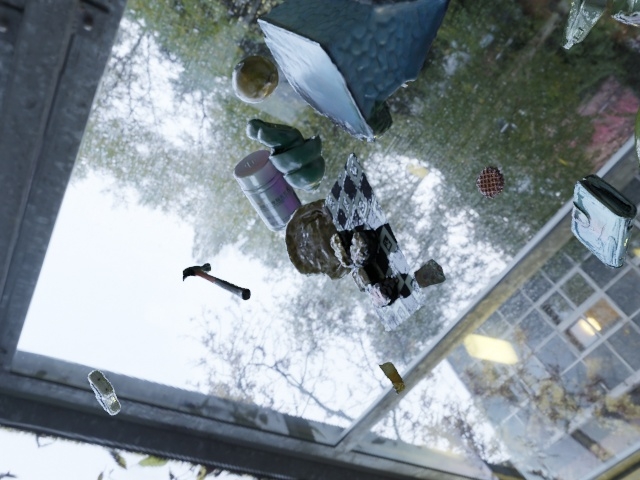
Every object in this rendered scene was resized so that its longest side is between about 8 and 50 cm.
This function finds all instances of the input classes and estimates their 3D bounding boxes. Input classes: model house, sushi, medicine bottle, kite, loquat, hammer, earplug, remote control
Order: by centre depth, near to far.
[{"bbox_3d":[0.065,0.017,0.913,0.043,0.192,0.280,-17,-108,-21],"label":"sushi"},{"bbox_3d":[-0.494,0.348,1.231,0.074,0.122,0.032,37,-127,27],"label":"remote control"},{"bbox_3d":[0.099,-0.472,1.236,0.360,0.339,0.297,42,175,47],"label":"model house"},{"bbox_3d":[-0.284,0.114,1.495,0.111,0.033,0.287,-11,-161,-43],"label":"hammer"},{"bbox_3d":[-0.103,-0.260,1.604,0.163,0.257,0.280,-33,-82,-38],"label":"earplug"},{"bbox_3d":[-0.208,-0.522,1.744,0.152,0.152,0.195,-3,-169,-44],"label":"loquat"},{"bbox_3d":[-0.176,-0.170,1.862,0.152,0.152,0.254,-97,-20,-51],"label":"medicine bottle"},{"bbox_3d":[0.360,0.153,2.054,0.016,0.229,0.127,59,-170,-38],"label":"kite"}]

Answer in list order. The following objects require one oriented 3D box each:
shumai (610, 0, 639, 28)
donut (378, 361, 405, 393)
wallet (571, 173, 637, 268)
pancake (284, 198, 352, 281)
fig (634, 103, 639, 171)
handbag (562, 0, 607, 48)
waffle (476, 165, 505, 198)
[{"bbox_3d":[0.615,-0.517,0.878,0.397,0.324,0.324,-21,-148,-17],"label":"shumai"},{"bbox_3d":[0.194,0.363,1.438,0.083,0.037,0.067,58,-178,36],"label":"donut"},{"bbox_3d":[0.755,-0.050,1.444,0.176,0.075,0.250,58,180,38],"label":"wallet"},{"bbox_3d":[-0.001,0.000,1.378,0.236,0.223,0.042,28,-158,34],"label":"pancake"},{"bbox_3d":[0.499,-0.089,0.565,0.316,0.316,0.316,23,-147,-16],"label":"fig"},{"bbox_3d":[0.832,-0.737,1.722,0.079,0.219,0.256,21,-119,4],"label":"handbag"},{"bbox_3d":[0.434,-0.148,1.379,0.029,0.083,0.075,-11,-125,-35],"label":"waffle"}]
